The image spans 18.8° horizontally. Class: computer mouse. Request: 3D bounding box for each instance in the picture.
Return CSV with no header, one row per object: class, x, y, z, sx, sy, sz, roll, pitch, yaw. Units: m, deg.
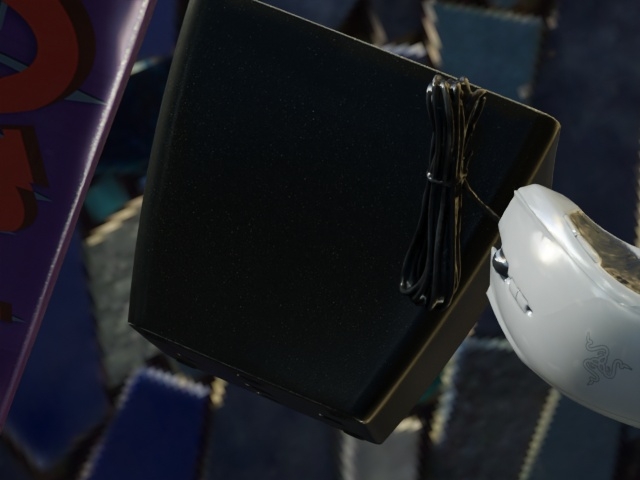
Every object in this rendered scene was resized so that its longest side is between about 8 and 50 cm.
computer mouse,0.089,0.013,0.800,0.193,0.042,0.106,42,127,49

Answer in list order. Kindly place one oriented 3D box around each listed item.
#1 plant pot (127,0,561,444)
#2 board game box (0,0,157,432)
plant pot,0.000,0.000,0.981,0.188,0.167,0.187,23,172,9
board game box,-0.165,0.001,0.415,0.347,0.208,0.056,118,160,-53
